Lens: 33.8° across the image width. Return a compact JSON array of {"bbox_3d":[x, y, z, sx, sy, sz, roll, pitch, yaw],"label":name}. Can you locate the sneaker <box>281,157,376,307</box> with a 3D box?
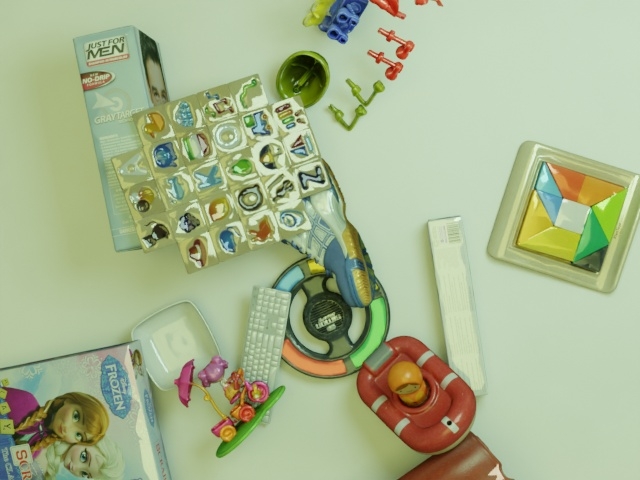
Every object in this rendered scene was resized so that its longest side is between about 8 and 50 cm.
[{"bbox_3d":[0.000,0.000,1.874,0.131,0.112,0.296,-25,67,10],"label":"sneaker"}]

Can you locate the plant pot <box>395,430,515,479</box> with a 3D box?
[{"bbox_3d":[0.221,0.486,1.815,0.265,0.272,0.272,-40,88,-3],"label":"plant pot"}]

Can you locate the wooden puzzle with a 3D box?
[{"bbox_3d":[0.441,-0.042,1.875,0.239,0.044,0.220,18,93,5],"label":"wooden puzzle"}]

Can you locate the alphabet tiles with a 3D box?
[{"bbox_3d":[-0.165,-0.115,1.792,0.343,0.011,0.285,-20,93,-12],"label":"alphabet tiles"}]

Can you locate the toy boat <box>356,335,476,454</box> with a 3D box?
[{"bbox_3d":[0.157,0.254,1.804,0.151,0.151,0.231,-45,57,-5],"label":"toy boat"}]

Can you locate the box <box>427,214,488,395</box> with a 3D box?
[{"bbox_3d":[0.245,0.117,1.888,0.067,0.063,0.324,-10,91,7],"label":"box"}]

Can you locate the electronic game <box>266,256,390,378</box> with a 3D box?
[{"bbox_3d":[0.013,0.138,1.917,0.229,0.048,0.229,0,91,5],"label":"electronic game"}]

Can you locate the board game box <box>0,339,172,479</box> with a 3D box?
[{"bbox_3d":[-0.449,0.367,1.922,0.318,0.066,0.318,-13,92,10],"label":"board game box"}]

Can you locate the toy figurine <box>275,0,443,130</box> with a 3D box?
[{"bbox_3d":[0.072,-0.401,1.862,0.191,0.217,0.362,24,138,-10],"label":"toy figurine"}]

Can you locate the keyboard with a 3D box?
[{"bbox_3d":[-0.107,0.209,1.920,0.072,0.014,0.256,13,104,15],"label":"keyboard"}]

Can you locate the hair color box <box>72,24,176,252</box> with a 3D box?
[{"bbox_3d":[-0.324,-0.174,1.870,0.114,0.185,0.374,-12,91,5],"label":"hair color box"}]

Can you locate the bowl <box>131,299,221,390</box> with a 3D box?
[{"bbox_3d":[-0.262,0.190,1.941,0.142,0.053,0.142,-28,90,5],"label":"bowl"}]

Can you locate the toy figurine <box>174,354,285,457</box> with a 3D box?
[{"bbox_3d":[-0.177,0.269,1.874,0.173,0.130,0.159,-45,97,-5],"label":"toy figurine"}]
